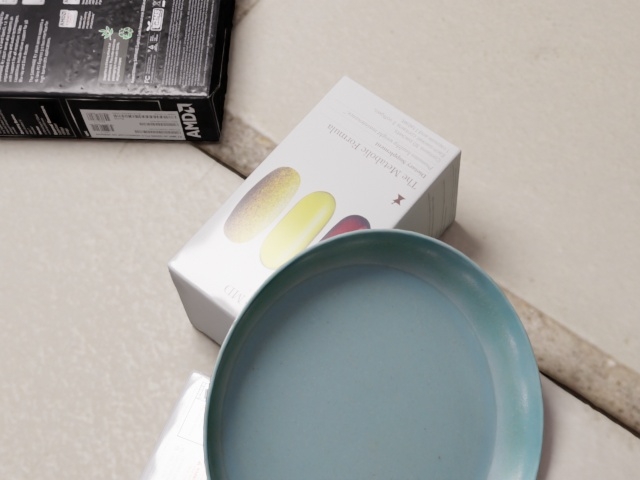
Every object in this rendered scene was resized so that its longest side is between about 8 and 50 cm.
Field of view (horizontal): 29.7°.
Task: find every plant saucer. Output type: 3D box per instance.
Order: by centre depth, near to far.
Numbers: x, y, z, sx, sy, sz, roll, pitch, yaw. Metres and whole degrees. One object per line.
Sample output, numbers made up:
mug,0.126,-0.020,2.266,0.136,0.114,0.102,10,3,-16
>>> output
plant saucer,0.044,0.149,0.981,0.317,0.043,0.318,1,88,-29

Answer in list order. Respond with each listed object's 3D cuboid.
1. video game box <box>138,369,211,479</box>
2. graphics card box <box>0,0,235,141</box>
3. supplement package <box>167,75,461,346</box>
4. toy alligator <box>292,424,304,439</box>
video game box,-0.065,0.235,1.026,0.187,0.048,0.205,19,66,14
graphics card box,-0.277,-0.222,1.242,0.371,0.094,0.233,0,63,5
supplement package,0.000,0.000,1.090,0.139,0.134,0.244,35,70,19
toy alligator,0.032,0.132,1.046,0.051,0.056,0.190,47,44,-5
